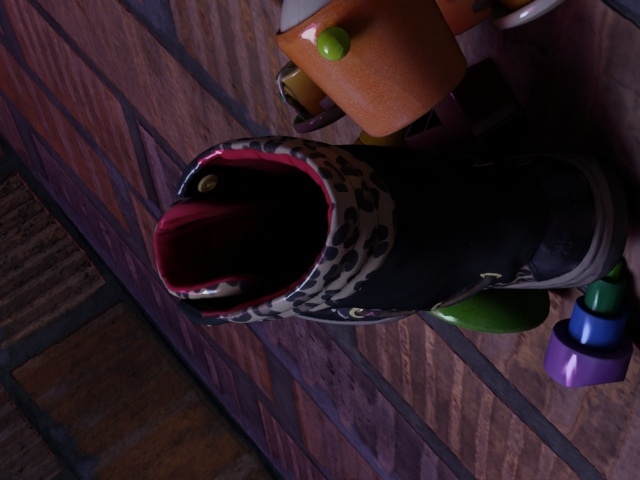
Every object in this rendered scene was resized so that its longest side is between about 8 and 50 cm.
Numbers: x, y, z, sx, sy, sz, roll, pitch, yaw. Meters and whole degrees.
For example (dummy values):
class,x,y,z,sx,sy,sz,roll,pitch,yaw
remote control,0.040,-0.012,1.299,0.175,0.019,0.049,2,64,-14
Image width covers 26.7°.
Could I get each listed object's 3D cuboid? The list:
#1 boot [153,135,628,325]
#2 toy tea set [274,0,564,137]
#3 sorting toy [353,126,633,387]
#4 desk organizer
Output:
class,x,y,z,sx,sy,sz,roll,pitch,yaw
boot,0.000,0.000,1.009,0.377,0.284,0.138,-5,87,47
toy tea set,0.036,-0.171,0.900,0.124,0.200,0.336,52,170,-14
sorting toy,0.129,-0.014,1.159,0.365,0.127,0.126,35,125,42
desk organizer,0.106,-0.104,1.088,0.050,0.047,0.130,59,163,-6
